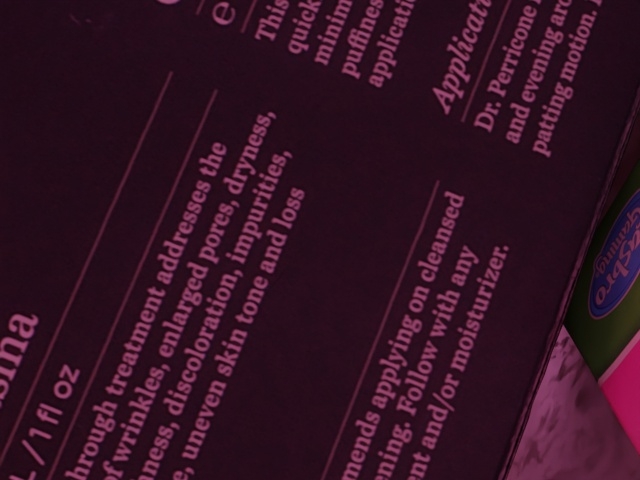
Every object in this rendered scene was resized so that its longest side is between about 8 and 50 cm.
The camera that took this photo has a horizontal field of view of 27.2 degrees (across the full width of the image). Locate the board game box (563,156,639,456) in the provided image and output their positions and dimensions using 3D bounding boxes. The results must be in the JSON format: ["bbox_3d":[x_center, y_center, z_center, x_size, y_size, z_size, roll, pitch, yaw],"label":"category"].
[{"bbox_3d":[0.169,0.010,0.221,0.242,0.064,0.316,-64,22,24],"label":"board game box"}]

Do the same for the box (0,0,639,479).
[{"bbox_3d":[-0.073,-0.052,0.438,0.179,0.313,0.343,117,176,-79],"label":"box"}]
